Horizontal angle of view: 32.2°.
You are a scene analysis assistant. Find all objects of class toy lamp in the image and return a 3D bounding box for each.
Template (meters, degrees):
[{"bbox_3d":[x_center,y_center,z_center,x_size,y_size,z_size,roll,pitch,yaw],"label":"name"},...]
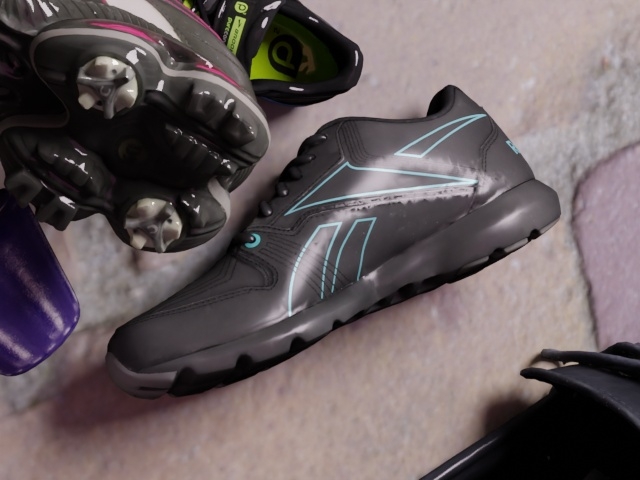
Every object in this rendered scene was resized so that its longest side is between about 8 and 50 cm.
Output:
[{"bbox_3d":[-0.208,-0.052,0.471,0.080,0.080,0.274,-45,112,-18],"label":"toy lamp"}]

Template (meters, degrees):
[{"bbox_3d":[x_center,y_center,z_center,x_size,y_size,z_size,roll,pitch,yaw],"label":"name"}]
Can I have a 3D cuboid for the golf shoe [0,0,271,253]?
[{"bbox_3d":[-0.144,-0.097,0.436,0.273,0.120,0.105,34,116,-22],"label":"golf shoe"}]

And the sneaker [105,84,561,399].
[{"bbox_3d":[0.000,0.000,0.598,0.267,0.101,0.106,-24,85,-25],"label":"sneaker"}]

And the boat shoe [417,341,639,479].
[{"bbox_3d":[0.203,0.134,0.664,0.500,0.187,0.156,-32,116,-18],"label":"boat shoe"}]

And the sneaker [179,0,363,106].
[{"bbox_3d":[-0.059,-0.113,0.545,0.188,0.078,0.067,16,88,-29],"label":"sneaker"}]
